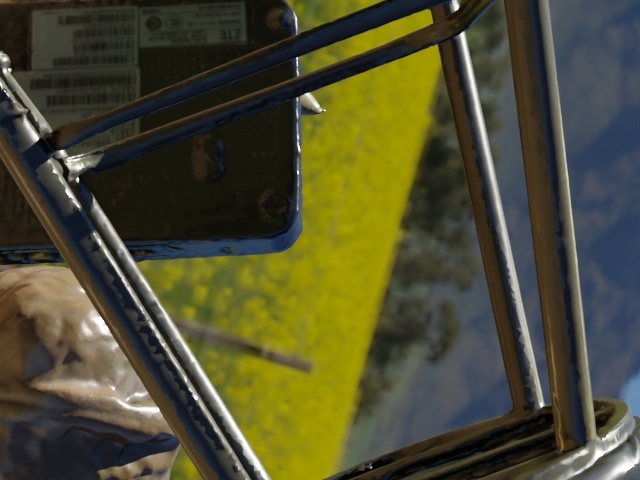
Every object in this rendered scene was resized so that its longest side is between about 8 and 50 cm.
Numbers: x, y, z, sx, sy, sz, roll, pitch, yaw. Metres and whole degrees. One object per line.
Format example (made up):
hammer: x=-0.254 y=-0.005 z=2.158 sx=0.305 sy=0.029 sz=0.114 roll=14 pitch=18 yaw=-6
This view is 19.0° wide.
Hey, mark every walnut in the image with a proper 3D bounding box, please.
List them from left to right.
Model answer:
walnut: x=-0.248 y=0.151 z=1.777 sx=0.227 sy=0.273 sz=0.273 roll=42 pitch=-53 yaw=41

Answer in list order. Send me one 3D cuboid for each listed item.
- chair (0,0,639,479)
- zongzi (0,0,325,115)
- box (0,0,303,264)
chair: x=0.000 y=0.000 z=1.209 sx=0.362 sy=0.365 sz=0.410 roll=173 pitch=-103 yaw=-86
zongzi: x=-0.160 y=-0.228 z=1.772 sx=0.145 sy=0.300 sz=0.274 roll=-55 pitch=-139 yaw=37
box: x=-0.189 y=-0.086 z=1.500 sx=0.058 sy=0.350 sz=0.211 roll=78 pitch=10 yaw=-70
